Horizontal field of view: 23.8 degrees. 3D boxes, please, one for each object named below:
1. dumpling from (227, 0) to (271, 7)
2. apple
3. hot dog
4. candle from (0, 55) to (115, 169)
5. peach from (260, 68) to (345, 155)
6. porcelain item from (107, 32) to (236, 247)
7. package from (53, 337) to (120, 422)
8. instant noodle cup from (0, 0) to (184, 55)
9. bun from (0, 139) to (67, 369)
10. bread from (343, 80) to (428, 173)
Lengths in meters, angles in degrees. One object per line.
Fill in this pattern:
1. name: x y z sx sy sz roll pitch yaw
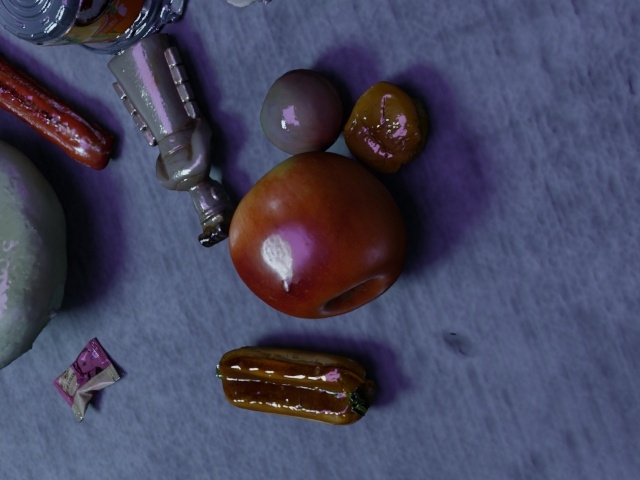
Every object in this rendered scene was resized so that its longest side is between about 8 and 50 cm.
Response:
1. dumpling: -0.032 -0.327 1.349 0.166 0.126 0.216 41 136 50
2. apple: 0.000 0.000 1.382 0.139 0.163 0.163 52 125 19
3. hot dog: -0.022 0.139 1.499 0.188 0.055 0.072 6 109 33
4. candle: -0.347 -0.176 1.638 0.329 0.048 0.051 34 133 21
5. peach: -0.016 -0.117 1.409 0.083 0.083 0.083 10 109 32
6. porcelain item: -0.137 -0.098 1.511 0.084 0.054 0.213 -29 85 39
7. package: -0.261 0.155 1.682 0.083 0.029 0.059 -47 68 23
8. instant noodle cup: -0.251 -0.264 1.498 0.208 0.125 0.178 6 106 33
9. bun: -0.393 0.021 1.650 0.283 0.179 0.283 -1 84 11
10. bread: 0.061 -0.102 1.381 0.083 0.046 0.081 -23 87 37
